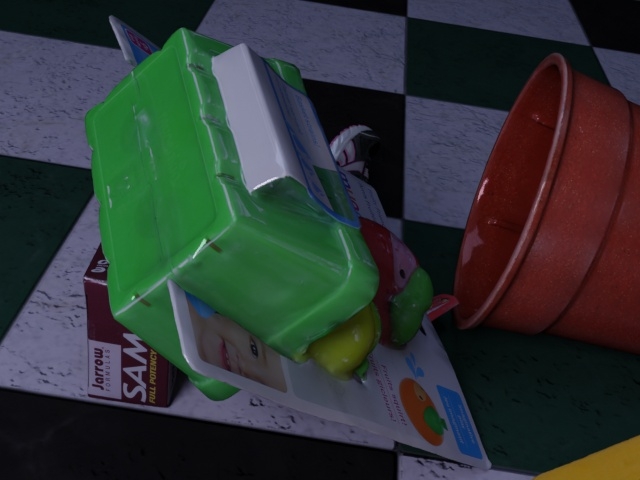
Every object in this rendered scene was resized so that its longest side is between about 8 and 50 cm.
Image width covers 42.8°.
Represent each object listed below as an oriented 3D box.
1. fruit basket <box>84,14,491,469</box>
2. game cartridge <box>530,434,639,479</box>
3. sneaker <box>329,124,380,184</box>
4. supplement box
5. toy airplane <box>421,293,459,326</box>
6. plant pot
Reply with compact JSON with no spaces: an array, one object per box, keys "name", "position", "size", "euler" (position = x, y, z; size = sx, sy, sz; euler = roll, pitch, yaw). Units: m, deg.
[{"name":"fruit basket","position":[0.000,0.000,0.637],"size":[0.353,0.165,0.327],"euler":[24,36,-42]},{"name":"game cartridge","position":[0.281,0.236,0.471],"size":[0.285,0.053,0.324],"euler":[-25,33,11]},{"name":"sneaker","position":[0.029,-0.069,0.967],"size":[0.077,0.072,0.178],"euler":[33,48,13]},{"name":"supplement box","position":[-0.143,0.017,0.737],"size":[0.073,0.130,0.239],"euler":[9,36,-1]},{"name":"toy airplane","position":[0.052,0.073,0.790],"size":[0.151,0.028,0.151],"euler":[1,38,-1]},{"name":"plant pot","position":[0.297,-0.006,0.775],"size":[0.265,0.272,0.272],"euler":[18,35,-1]}]
